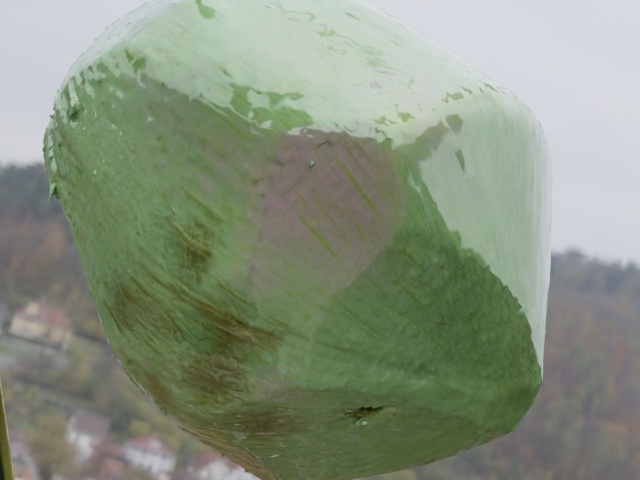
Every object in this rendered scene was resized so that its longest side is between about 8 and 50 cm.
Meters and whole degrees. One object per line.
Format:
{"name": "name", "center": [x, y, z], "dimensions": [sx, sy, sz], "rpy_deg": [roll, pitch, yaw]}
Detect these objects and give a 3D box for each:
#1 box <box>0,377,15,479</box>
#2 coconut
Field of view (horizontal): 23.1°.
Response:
{"name": "box", "center": [-0.185, 0.087, 0.538], "dimensions": [0.071, 0.240, 0.159], "rpy_deg": [9, 22, 39]}
{"name": "coconut", "center": [0.000, 0.000, 0.929], "dimensions": [0.328, 0.328, 0.281], "rpy_deg": [11, 33, 42]}
